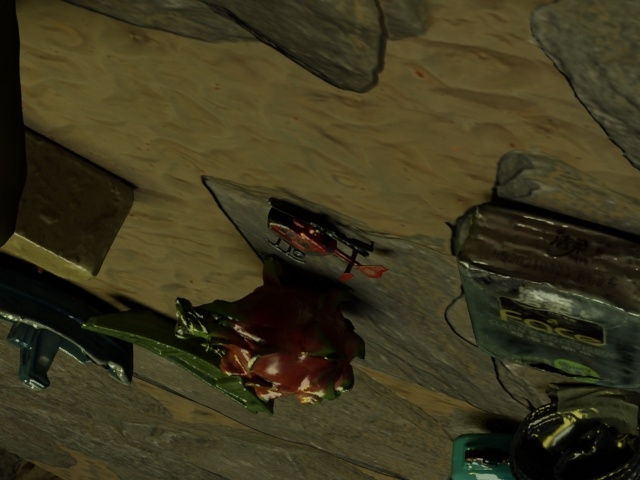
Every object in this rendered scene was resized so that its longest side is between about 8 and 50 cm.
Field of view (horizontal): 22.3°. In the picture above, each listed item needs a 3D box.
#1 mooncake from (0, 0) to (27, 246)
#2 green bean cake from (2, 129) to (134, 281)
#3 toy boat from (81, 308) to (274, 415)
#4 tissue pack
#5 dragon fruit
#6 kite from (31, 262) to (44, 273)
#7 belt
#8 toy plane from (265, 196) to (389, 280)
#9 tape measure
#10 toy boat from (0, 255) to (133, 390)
[{"bbox_3d":[-0.448,-0.109,1.175,0.467,0.262,0.467,2,-174,0],"label":"mooncake"},{"bbox_3d":[-0.295,-0.041,1.680,0.179,0.109,0.085,28,161,-21],"label":"green bean cake"},{"bbox_3d":[-0.183,0.155,2.200,0.293,0.055,0.093,30,161,-25],"label":"toy boat"},{"bbox_3d":[0.217,0.057,1.433,0.173,0.073,0.235,16,161,15],"label":"tissue pack"},{"bbox_3d":[-0.056,0.093,1.750,0.236,0.137,0.135,28,146,-24],"label":"dragon fruit"},{"bbox_3d":[-0.320,-0.033,1.808,0.125,0.008,0.222,-2,-139,-48],"label":"kite"},{"bbox_3d":[0.319,0.236,1.744,0.126,0.139,0.230,25,161,-28],"label":"belt"},{"bbox_3d":[0.000,0.000,1.580,0.145,0.037,0.060,32,149,-18],"label":"toy plane"},{"bbox_3d":[0.228,0.277,2.033,0.125,0.081,0.146,4,165,-2],"label":"tape measure"},{"bbox_3d":[-0.388,0.123,2.202,0.309,0.142,0.129,28,163,-22],"label":"toy boat"}]
